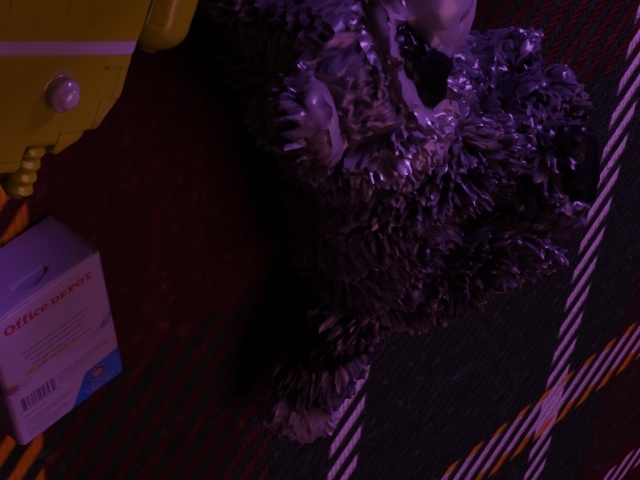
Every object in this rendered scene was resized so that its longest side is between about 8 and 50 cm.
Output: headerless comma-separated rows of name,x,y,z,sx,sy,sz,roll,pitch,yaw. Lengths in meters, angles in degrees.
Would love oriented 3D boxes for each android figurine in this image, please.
android figurine,-0.157,-0.142,0.825,0.248,0.056,0.273,-7,124,-52

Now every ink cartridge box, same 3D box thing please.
ink cartridge box,-0.182,0.058,0.988,0.088,0.052,0.122,-37,147,-28

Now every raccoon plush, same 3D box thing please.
raccoon plush,0.000,0.000,1.059,0.299,0.216,0.446,-1,121,-45
